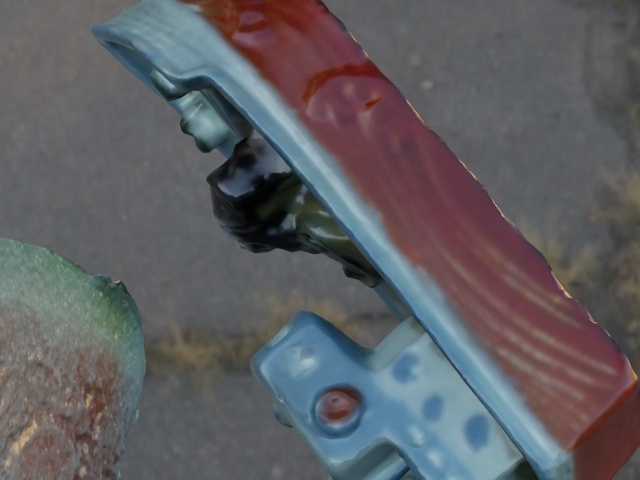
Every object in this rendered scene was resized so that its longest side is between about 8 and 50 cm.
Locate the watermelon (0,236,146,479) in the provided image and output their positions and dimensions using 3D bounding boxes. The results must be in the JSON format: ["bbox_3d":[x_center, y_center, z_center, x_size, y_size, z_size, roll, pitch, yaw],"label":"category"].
[{"bbox_3d":[-0.121,0.048,0.648,0.081,0.180,0.094,-19,55,12],"label":"watermelon"}]

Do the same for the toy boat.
[{"bbox_3d":[0.000,0.000,0.821,0.133,0.145,0.332,-37,67,-2],"label":"toy boat"}]
